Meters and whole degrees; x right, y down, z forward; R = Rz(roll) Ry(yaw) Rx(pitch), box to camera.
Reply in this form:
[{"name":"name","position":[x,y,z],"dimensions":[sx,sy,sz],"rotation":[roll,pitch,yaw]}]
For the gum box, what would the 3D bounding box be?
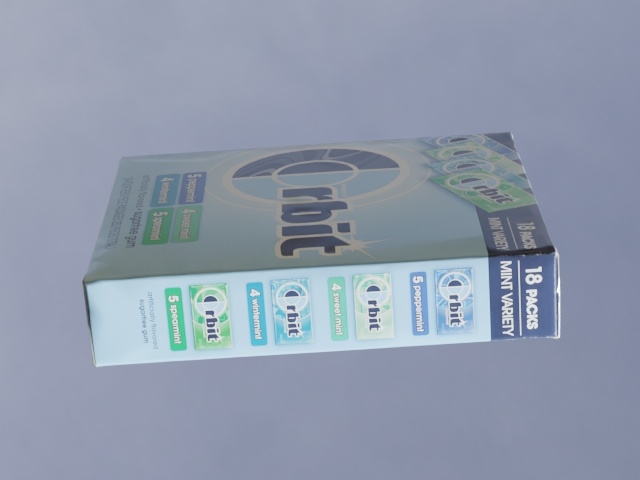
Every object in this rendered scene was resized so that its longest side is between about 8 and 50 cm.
[{"name":"gum box","position":[0.000,0.000,0.765],"dimensions":[0.184,0.041,0.157],"rotation":[-4,-160,0]}]
